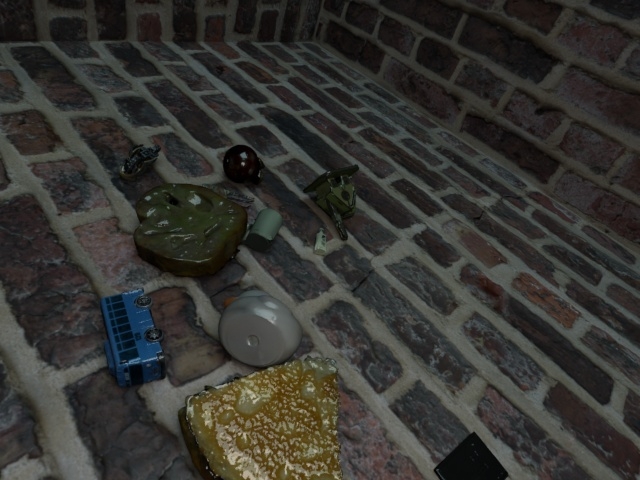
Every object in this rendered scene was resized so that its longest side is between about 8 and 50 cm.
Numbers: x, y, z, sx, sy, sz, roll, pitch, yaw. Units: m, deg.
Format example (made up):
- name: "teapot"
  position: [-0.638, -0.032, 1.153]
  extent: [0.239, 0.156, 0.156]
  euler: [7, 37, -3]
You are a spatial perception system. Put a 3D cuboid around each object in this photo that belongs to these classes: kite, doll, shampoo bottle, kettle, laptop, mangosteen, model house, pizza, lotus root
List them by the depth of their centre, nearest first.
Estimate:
- name: "pizza"
  position: [-0.138, 0.458, 0.934]
  extent: [0.393, 0.080, 0.434]
  euler: [11, 41, -12]
- name: "laptop"
  position: [0.407, 0.618, 1.073]
  extent: [0.197, 0.016, 0.135]
  euler: [-18, 55, -36]
- name: "doll"
  position: [-0.167, 0.233, 1.135]
  extent: [0.251, 0.221, 0.221]
  euler: [22, 40, 6]
- name: "lotus root"
  position: [-0.430, -0.046, 1.352]
  extent: [0.375, 0.111, 0.390]
  euler: [-10, 49, -27]
- name: "kettle"
  position: [-0.217, -0.041, 1.466]
  extent: [0.127, 0.098, 0.148]
  euler: [25, 44, -4]
- name: "shampoo bottle"
  position: [0.000, 0.000, 1.561]
  extent: [0.049, 0.034, 0.141]
  euler: [9, 40, -6]
- name: "kite"
  position: [-0.380, -0.171, 1.603]
  extent: [0.230, 0.016, 0.127]
  euler: [13, 44, -5]
- name: "mangosteen"
  position: [-0.316, -0.313, 1.677]
  extent: [0.184, 0.172, 0.172]
  euler: [26, 37, -25]
- name: "model house"
  position: [0.094, -0.144, 1.685]
  extent: [0.219, 0.205, 0.278]
  euler: [-21, 85, -37]

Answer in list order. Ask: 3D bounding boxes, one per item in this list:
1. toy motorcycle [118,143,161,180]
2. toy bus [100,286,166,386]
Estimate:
- name: "toy motorcycle"
  position: [-0.698, -0.301, 1.542]
  extent: [0.094, 0.130, 0.229]
  euler: [40, 25, -13]
- name: "toy bus"
  position: [-0.479, 0.249, 1.025]
  extent: [0.134, 0.116, 0.234]
  euler: [-11, 48, -31]
